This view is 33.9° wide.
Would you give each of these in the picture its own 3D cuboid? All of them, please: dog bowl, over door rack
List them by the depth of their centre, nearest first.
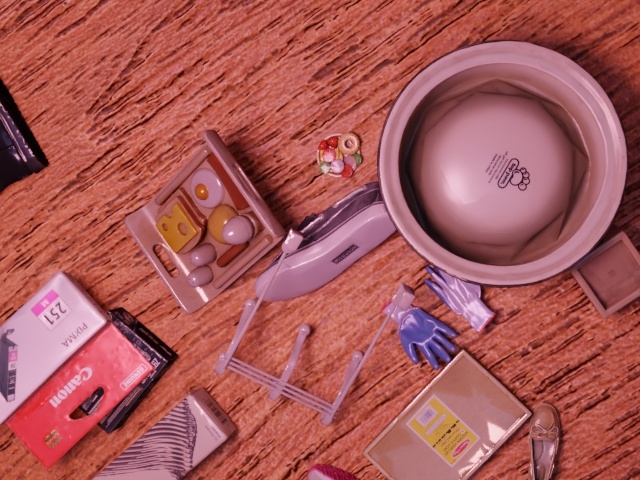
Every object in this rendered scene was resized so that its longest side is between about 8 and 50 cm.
[{"bbox_3d":[0.302,-0.124,1.781,0.407,0.150,0.408,0,88,5],"label":"dog bowl"},{"bbox_3d":[-0.011,0.146,1.831,0.239,0.108,0.324,26,116,-9],"label":"over door rack"}]

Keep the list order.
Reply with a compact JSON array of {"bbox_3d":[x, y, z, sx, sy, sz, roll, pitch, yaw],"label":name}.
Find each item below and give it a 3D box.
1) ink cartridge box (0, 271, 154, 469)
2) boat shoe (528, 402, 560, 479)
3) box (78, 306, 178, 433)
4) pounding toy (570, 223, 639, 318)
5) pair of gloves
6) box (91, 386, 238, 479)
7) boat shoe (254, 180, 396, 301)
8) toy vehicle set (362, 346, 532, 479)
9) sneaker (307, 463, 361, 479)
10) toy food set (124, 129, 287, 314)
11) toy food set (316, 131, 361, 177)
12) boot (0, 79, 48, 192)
[{"bbox_3d":[-0.477,0.234,1.869,0.275,0.060,0.239,-44,85,-2],"label":"ink cartridge box"},{"bbox_3d":[0.392,0.364,1.845,0.056,0.048,0.153,9,93,8],"label":"boat shoe"},{"bbox_3d":[-0.380,0.239,1.944,0.147,0.077,0.180,39,96,5],"label":"box"},{"bbox_3d":[0.494,0.031,1.806,0.130,0.100,0.141,-35,97,9],"label":"pounding toy"},{"bbox_3d":[0.213,0.124,1.864,0.198,0.023,0.159,-44,74,9],"label":"pair of gloves"},{"bbox_3d":[-0.292,0.400,1.928,0.275,0.094,0.113,-43,85,7],"label":"box"},{"bbox_3d":[0.000,0.000,1.873,0.301,0.108,0.102,-36,54,20],"label":"boat shoe"},{"bbox_3d":[0.225,0.342,1.876,0.166,0.035,0.267,44,97,5],"label":"toy vehicle set"},{"bbox_3d":[0.062,0.508,1.873,0.252,0.103,0.111,44,96,6],"label":"sneaker"},{"bbox_3d":[-0.213,-0.026,1.847,0.306,0.092,0.220,-39,84,41],"label":"toy food set"},{"bbox_3d":[0.033,-0.154,1.897,0.083,0.020,0.083,-3,92,8],"label":"toy food set"},{"bbox_3d":[-0.657,-0.187,1.964,0.207,0.094,0.246,-29,93,5],"label":"boot"}]
